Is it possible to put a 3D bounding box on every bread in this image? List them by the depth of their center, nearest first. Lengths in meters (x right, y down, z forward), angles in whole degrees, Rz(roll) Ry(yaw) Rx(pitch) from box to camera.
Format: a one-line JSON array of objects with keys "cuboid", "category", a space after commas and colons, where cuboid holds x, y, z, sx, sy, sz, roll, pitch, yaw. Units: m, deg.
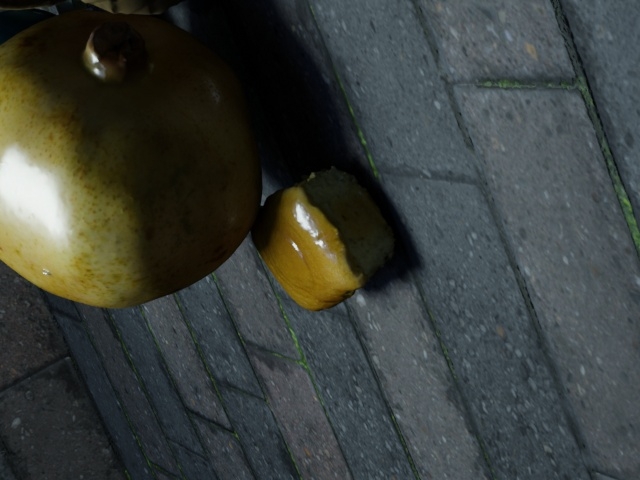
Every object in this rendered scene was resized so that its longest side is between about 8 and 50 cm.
[{"cuboid": [0.000, 0.000, 2.108, 0.174, 0.121, 0.245, 63, 156, 1], "category": "bread"}]

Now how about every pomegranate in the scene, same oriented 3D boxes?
[{"cuboid": [-0.277, -0.115, 2.091, 0.416, 0.417, 0.416, 47, 154, 31], "category": "pomegranate"}]

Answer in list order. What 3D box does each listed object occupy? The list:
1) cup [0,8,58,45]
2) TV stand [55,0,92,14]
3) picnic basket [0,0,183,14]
[{"cuboid": [-0.380, -0.198, 2.430, 0.308, 0.242, 0.292, 49, 166, -29], "category": "cup"}, {"cuboid": [-0.411, -0.488, 2.468, 0.088, 0.083, 0.269, 13, 128, 60], "category": "TV stand"}, {"cuboid": [-0.308, -0.396, 2.011, 0.337, 0.293, 0.337, 12, 109, 37], "category": "picnic basket"}]
